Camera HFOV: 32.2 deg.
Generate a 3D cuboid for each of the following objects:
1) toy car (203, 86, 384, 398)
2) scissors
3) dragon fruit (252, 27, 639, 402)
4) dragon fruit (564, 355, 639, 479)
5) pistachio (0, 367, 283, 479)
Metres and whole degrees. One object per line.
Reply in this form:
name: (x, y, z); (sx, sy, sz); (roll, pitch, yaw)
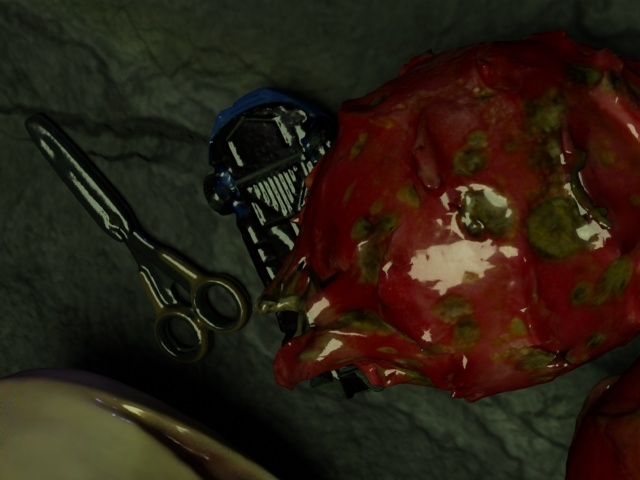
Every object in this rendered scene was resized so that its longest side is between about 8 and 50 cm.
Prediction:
toy car: (0.000, 0.000, 0.740); (0.103, 0.063, 0.216); (-22, 95, 27)
scissors: (-0.143, -0.007, 0.822); (0.088, 0.017, 0.220); (-38, 93, 30)
dragon fruit: (0.084, -0.006, 0.611); (0.268, 0.205, 0.210); (-29, 66, -3)
dragon fruit: (0.254, 0.148, 0.607); (0.252, 0.241, 0.241); (-11, 107, 39)
pistachio: (-0.131, 0.203, 0.806); (0.299, 0.187, 0.187); (29, 119, 0)
